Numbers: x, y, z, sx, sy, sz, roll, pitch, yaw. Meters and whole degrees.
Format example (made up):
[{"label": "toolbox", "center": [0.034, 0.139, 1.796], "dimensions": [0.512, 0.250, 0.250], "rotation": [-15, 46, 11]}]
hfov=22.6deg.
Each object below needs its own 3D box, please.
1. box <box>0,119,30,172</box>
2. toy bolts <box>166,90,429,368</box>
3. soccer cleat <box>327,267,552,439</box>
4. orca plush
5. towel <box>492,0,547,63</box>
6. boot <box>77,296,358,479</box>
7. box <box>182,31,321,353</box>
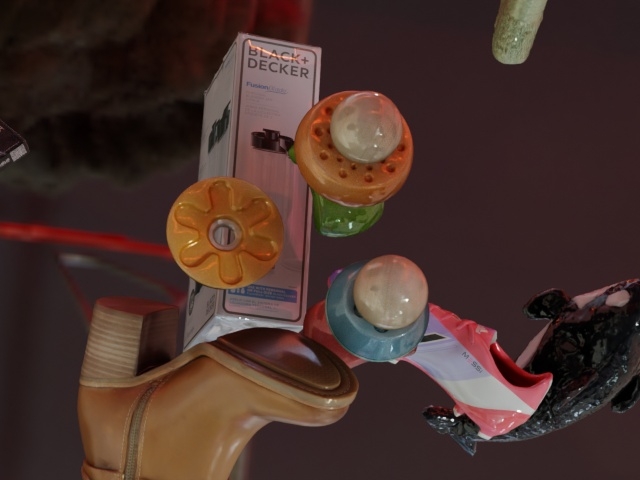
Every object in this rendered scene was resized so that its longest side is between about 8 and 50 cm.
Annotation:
[{"label": "box", "center": [-0.350, -0.088, 1.636], "dimensions": [0.067, 0.083, 0.018], "rotation": [37, -25, 35]}, {"label": "toy bolts", "center": [0.000, 0.000, 1.321], "dimensions": [0.158, 0.218, 0.228], "rotation": [120, -52, -69]}, {"label": "soccer cleat", "center": [0.119, 0.097, 1.608], "dimensions": [0.095, 0.248, 0.083], "rotation": [-47, -174, 24]}, {"label": "orca plush", "center": [0.232, 0.138, 1.646], "dimensions": [0.151, 0.287, 0.102], "rotation": [66, 21, -6]}, {"label": "towel", "center": [0.149, -0.194, 1.081], "dimensions": [0.148, 0.027, 0.110], "rotation": [-71, 180, -51]}, {"label": "boot", "center": [-0.098, 0.180, 1.352], "dimensions": [0.109, 0.283, 0.220], "rotation": [-12, 110, -59]}, {"label": "box", "center": [-0.069, -0.038, 1.581], "dimensions": [0.169, 0.087, 0.290], "rotation": [132, -36, -65]}]
